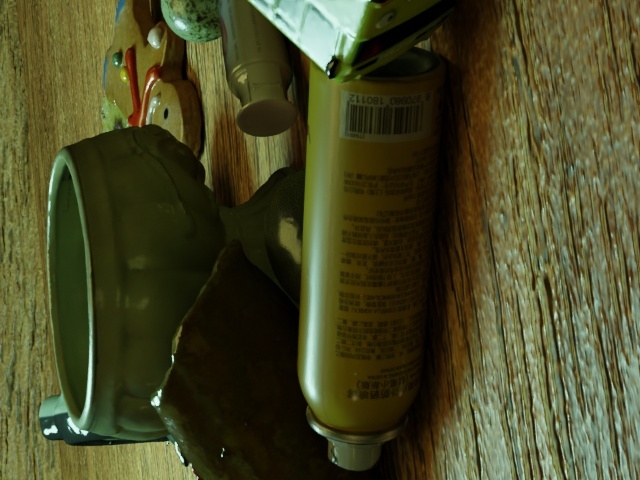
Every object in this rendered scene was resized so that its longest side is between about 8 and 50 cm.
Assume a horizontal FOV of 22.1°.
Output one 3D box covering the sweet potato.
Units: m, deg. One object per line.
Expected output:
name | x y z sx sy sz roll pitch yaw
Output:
sweet potato | -0.031 0.183 1.442 0.369 0.158 0.158 60 169 -17

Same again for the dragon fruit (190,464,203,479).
dragon fruit | -0.063 0.291 1.794 0.092 0.123 0.192 -27 -67 -66

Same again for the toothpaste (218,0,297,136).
toothpaste | -0.077 -0.248 1.659 0.100 0.066 0.323 102 161 -55

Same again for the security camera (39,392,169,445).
security camera | -0.241 0.116 2.076 0.191 0.197 0.277 -15 75 45

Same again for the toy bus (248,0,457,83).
toy bus | -0.012 -0.241 1.188 0.262 0.128 0.150 45 147 20

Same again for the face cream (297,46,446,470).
face cream | 0.036 0.023 1.298 0.105 0.105 0.348 -128 37 -60

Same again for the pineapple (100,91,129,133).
pineapple | -0.270 -0.136 2.326 0.221 0.047 0.221 174 90 -72

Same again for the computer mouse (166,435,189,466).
computer mouse | -0.151 0.078 1.872 0.188 0.122 0.370 95 166 -66

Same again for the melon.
melon | 0.000 0.000 1.419 0.098 0.098 0.130 146 119 -70

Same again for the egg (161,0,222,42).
egg | -0.131 -0.263 1.782 0.110 0.085 0.085 -103 18 -44

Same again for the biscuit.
biscuit | -0.223 -0.198 2.111 0.324 0.049 0.205 58 139 45

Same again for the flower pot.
flower pot | -0.131 0.036 1.608 0.307 0.244 0.307 177 90 -72
